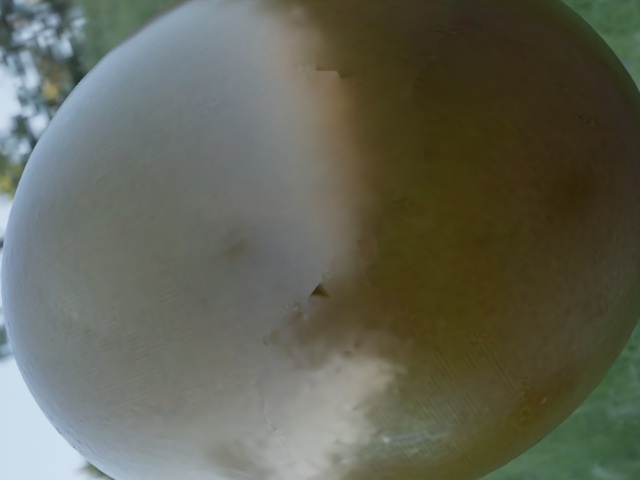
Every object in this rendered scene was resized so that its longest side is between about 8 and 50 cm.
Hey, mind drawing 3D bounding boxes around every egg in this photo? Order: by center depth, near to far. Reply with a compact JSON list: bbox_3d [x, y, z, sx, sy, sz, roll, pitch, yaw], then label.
[{"bbox_3d":[0.000,0.000,0.719,0.282,0.351,0.282,41,-145,-37],"label":"egg"}]
